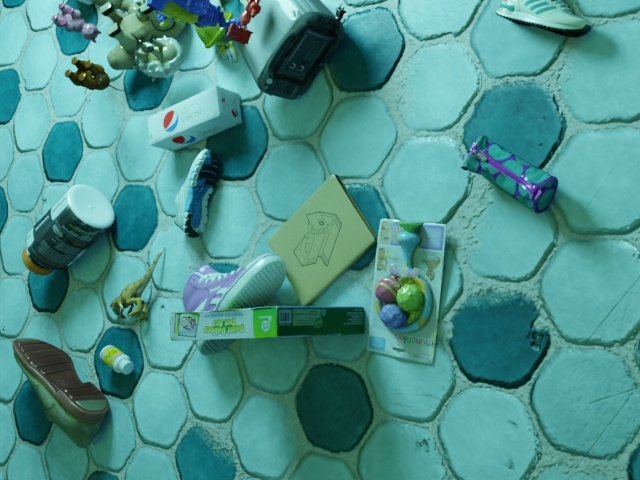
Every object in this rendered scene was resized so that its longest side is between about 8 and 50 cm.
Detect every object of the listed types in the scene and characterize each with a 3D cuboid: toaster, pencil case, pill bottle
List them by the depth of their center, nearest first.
[{"bbox_3d":[0.298,-0.105,1.247,0.152,0.070,0.064,38,107,33],"label":"pencil case"},{"bbox_3d":[-0.059,-0.394,1.515,0.227,0.129,0.146,-52,55,29],"label":"toaster"},{"bbox_3d":[-0.459,0.272,1.793,0.083,0.043,0.043,23,99,36],"label":"pill bottle"},{"bbox_3d":[-0.612,-0.015,1.890,0.246,0.130,0.130,-39,63,27],"label":"pill bottle"}]

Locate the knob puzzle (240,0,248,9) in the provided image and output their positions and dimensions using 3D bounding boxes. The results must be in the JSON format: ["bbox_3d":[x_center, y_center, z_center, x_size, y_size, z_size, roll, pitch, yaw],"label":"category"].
[{"bbox_3d":[-0.098,-0.535,1.626,0.213,0.030,0.213,-5,81,37],"label":"knob puzzle"}]

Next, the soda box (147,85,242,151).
[{"bbox_3d":[-0.271,-0.258,1.696,0.216,0.074,0.069,-16,75,35],"label":"soda box"}]

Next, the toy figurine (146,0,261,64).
[{"bbox_3d":[-0.248,-0.479,1.524,0.191,0.217,0.362,-67,21,10],"label":"toy figurine"}]

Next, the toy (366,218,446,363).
[{"bbox_3d":[0.135,0.083,1.357,0.137,0.056,0.237,7,89,39],"label":"toy"}]

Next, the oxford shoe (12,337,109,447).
[{"bbox_3d":[-0.638,0.355,1.873,0.348,0.123,0.130,35,111,36],"label":"oxford shoe"}]

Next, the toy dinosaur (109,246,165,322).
[{"bbox_3d":[-0.413,0.117,1.765,0.211,0.064,0.112,-40,61,26],"label":"toy dinosaur"}]

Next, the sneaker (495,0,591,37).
[{"bbox_3d":[0.355,-0.371,1.244,0.161,0.057,0.075,29,107,39],"label":"sneaker"}]

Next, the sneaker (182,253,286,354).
[{"bbox_3d":[-0.190,0.085,1.572,0.282,0.102,0.161,-46,56,28],"label":"sneaker"}]

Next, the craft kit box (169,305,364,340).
[{"bbox_3d":[-0.091,0.147,1.399,0.247,0.250,0.060,-4,84,37],"label":"craft kit box"}]

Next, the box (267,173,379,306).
[{"bbox_3d":[0.000,0.000,1.492,0.201,0.021,0.164,-45,60,25],"label":"box"}]

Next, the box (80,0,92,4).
[{"bbox_3d":[-0.605,-0.697,1.969,0.091,0.130,0.170,-18,73,35],"label":"box"}]

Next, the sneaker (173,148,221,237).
[{"bbox_3d":[-0.274,-0.107,1.685,0.083,0.071,0.190,24,99,42],"label":"sneaker"}]

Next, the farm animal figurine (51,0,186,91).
[{"bbox_3d":[-0.438,-0.480,1.805,0.327,0.172,0.330,-11,70,23],"label":"farm animal figurine"}]
